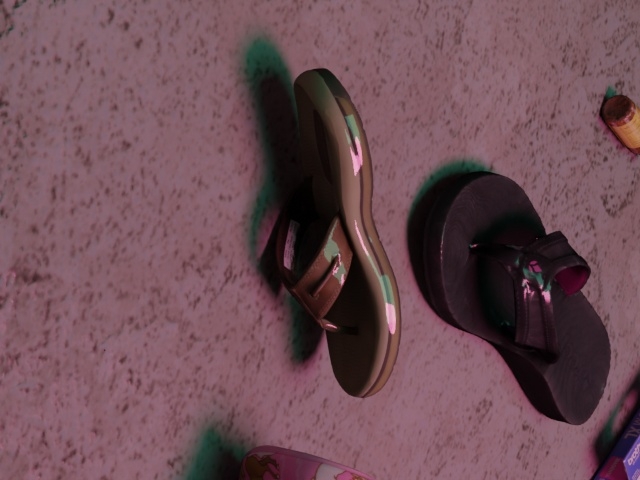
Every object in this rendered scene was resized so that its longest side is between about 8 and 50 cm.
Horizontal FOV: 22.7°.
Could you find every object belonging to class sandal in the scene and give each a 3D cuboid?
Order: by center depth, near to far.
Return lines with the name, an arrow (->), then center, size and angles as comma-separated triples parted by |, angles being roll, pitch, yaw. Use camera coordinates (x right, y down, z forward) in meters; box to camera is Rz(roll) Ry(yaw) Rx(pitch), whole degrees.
sandal -> -0.001, -0.002, 1.388 | 0.086, 0.120, 0.303 | -20, 114, -20
sandal -> 0.245, 0.064, 1.719 | 0.446, 0.107, 0.167 | 43, 63, -49

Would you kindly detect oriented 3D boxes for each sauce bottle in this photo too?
sauce bottle -> 0.379, -0.131, 1.918 | 0.128, 0.042, 0.042 | 39, 66, -53

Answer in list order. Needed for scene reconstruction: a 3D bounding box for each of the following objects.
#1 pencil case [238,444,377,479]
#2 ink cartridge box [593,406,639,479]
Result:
pencil case -> -0.050, 0.362, 1.308 | 0.160, 0.167, 0.386 | 93, 18, -65
ink cartridge box -> 0.435, 0.334, 2.078 | 0.186, 0.065, 0.311 | -49, 135, -37
